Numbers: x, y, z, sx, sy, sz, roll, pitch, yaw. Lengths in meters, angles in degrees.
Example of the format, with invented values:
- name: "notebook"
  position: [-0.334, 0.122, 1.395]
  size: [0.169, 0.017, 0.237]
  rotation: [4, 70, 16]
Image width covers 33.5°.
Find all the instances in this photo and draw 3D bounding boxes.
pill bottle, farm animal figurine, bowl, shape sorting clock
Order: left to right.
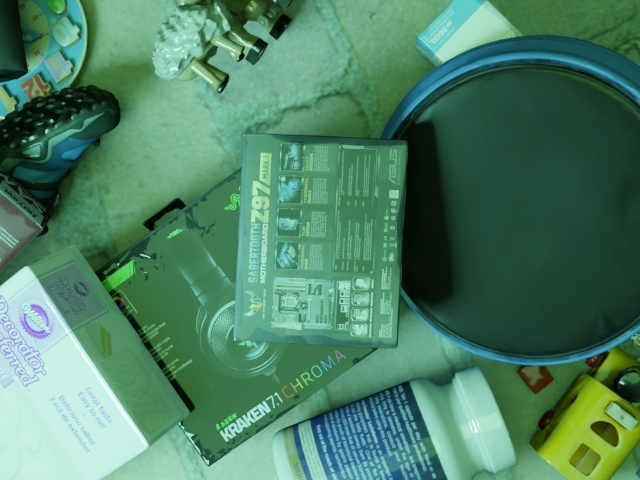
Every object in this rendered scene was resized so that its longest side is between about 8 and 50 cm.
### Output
- name: "shape sorting clock"
  position: [-0.393, -0.255, 1.333]
  size: [0.206, 0.040, 0.206]
  rotation: [0, 91, 2]
- name: "farm animal figurine"
  position: [-0.073, -0.363, 1.235]
  size: [0.172, 0.330, 0.327]
  rotation: [36, 120, -1]
- name: "pill bottle"
  position: [0.088, 0.253, 1.262]
  size: [0.264, 0.153, 0.153]
  rotation: [-22, 90, 3]
- name: "bowl"
  position: [0.241, -0.036, 1.223]
  size: [0.391, 0.077, 0.391]
  rotation: [5, 108, 16]

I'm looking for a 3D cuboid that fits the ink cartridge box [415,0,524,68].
- name: "ink cartridge box"
  position: [0.197, -0.220, 1.282]
  size: [0.090, 0.092, 0.143]
  rotation: [-45, 89, 3]

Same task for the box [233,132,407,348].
- name: "box"
  position: [0.000, 0.000, 1.181]
  size: [0.183, 0.059, 0.233]
  rotation: [2, 90, 1]

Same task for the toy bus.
- name: "toy bus"
  position: [0.346, 0.207, 1.274]
  size: [0.190, 0.104, 0.202]
  rotation: [-9, 91, 2]

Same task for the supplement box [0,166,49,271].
- name: "supplement box"
  position: [-0.442, 0.013, 1.221]
  size: [0.239, 0.073, 0.130]
  rotation: [-42, 110, 10]

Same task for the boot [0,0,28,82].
- name: "boot"
  position: [-0.386, -0.410, 1.255]
  size: [0.367, 0.146, 0.445]
  rotation: [-4, 82, 11]

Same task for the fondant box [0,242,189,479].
- name: "fondant box"
  position: [-0.346, 0.191, 1.244]
  size: [0.330, 0.096, 0.238]
  rotation: [-35, 89, 28]

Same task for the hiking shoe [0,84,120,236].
- name: "hiking shoe"
  position: [-0.361, -0.076, 1.308]
  size: [0.304, 0.113, 0.132]
  rotation: [-32, 125, 7]

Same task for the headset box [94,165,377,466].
- name: "headset box"
  position: [-0.108, 0.077, 1.279]
  size: [0.246, 0.131, 0.283]
  rotation: [-34, 89, 2]
